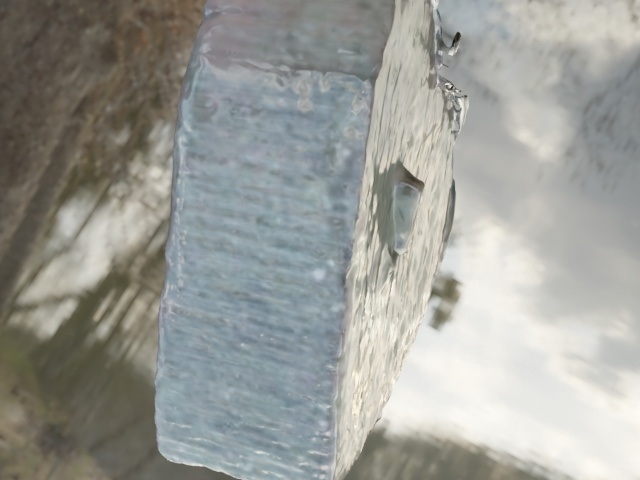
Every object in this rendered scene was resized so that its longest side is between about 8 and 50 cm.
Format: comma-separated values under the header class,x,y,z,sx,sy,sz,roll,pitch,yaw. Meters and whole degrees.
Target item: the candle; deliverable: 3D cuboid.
class,x,y,z,sx,sy,sz,roll,pitch,yaw
candle,0.000,0.000,0.472,0.068,0.169,0.192,12,162,14
